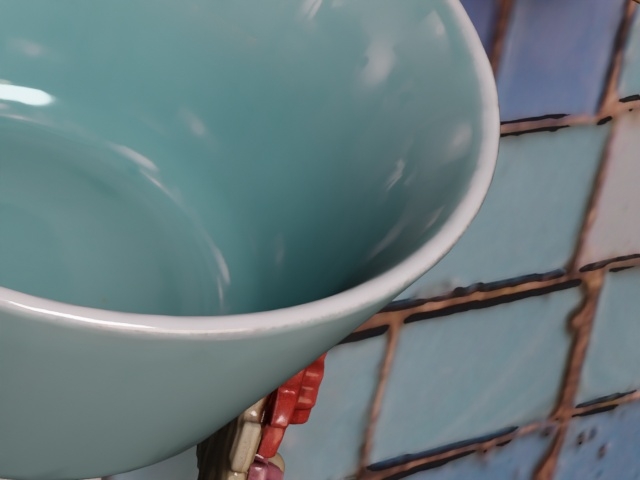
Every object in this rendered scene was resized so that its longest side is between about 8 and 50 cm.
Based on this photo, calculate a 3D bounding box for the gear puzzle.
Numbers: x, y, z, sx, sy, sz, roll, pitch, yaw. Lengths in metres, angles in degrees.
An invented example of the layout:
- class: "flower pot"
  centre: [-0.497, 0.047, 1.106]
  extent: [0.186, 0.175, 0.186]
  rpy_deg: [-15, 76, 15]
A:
- class: "gear puzzle"
  centre: [0.000, 0.000, 0.870]
  extent: [0.044, 0.175, 0.339]
  rpy_deg: [14, 113, -8]

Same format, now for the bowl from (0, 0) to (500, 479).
- class: "bowl"
  centre: [-0.106, -0.031, 0.695]
  extent: [0.311, 0.311, 0.163]
  rpy_deg: [-14, 143, -37]

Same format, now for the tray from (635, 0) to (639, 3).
- class: "tray"
  centre: [0.002, -0.194, 0.729]
  extent: [0.411, 0.203, 0.076]
  rpy_deg: [16, 104, -47]

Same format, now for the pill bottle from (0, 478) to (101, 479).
- class: "pill bottle"
  centre: [-0.200, 0.180, 0.830]
  extent: [0.131, 0.131, 0.229]
  rpy_deg: [15, 104, -47]
